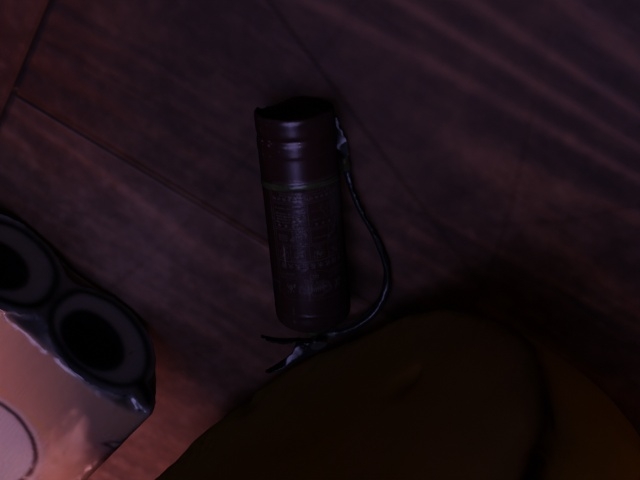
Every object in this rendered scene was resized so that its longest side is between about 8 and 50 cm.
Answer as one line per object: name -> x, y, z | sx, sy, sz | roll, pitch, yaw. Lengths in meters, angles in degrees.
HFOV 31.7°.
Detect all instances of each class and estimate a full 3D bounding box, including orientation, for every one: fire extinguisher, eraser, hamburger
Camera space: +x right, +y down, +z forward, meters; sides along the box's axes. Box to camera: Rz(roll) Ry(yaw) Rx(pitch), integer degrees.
fire extinguisher -> 0.000, 0.000, 0.624 | 0.078, 0.045, 0.157 | -8, 114, -6
eraser -> -0.243, 0.127, 0.722 | 0.171, 0.087, 0.290 | 41, 118, -7
hamburger -> 0.046, 0.243, 0.558 | 0.396, 0.395, 0.277 | -32, 106, 26
